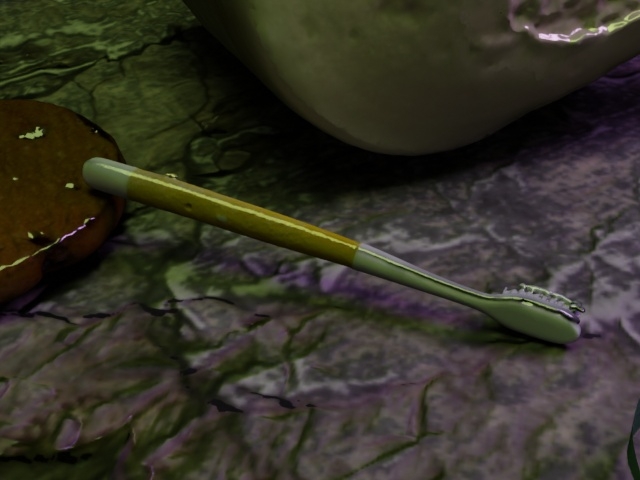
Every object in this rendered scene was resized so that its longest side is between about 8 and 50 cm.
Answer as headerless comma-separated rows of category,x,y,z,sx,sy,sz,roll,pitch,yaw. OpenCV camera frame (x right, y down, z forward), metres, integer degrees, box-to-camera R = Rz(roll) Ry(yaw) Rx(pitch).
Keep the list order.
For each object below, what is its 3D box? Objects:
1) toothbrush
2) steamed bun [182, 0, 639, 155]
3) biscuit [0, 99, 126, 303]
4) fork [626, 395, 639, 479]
toothbrush,0.000,0.000,0.535,0.288,0.021,0.024,18,30,13
steamed bun,0.091,-0.301,0.654,0.456,0.290,0.371,-34,40,-1
biscuit,-0.219,-0.025,0.594,0.212,0.036,0.212,-2,37,1
fork,0.125,0.120,0.388,0.021,0.039,0.235,8,42,21
